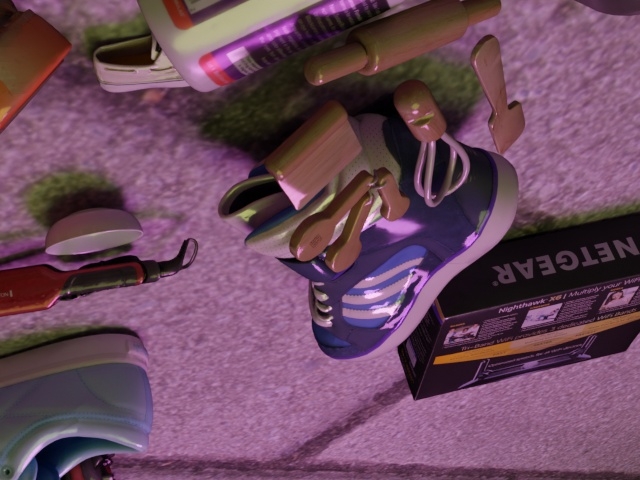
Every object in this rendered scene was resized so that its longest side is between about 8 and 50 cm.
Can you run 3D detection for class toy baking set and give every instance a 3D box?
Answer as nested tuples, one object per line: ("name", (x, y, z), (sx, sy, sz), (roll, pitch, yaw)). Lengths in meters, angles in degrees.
("toy baking set", (0.059, -0.079, 0.658), (0.256, 0.030, 0.197), (-30, 146, -29))

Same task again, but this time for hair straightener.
("hair straightener", (-0.225, 0.031, 0.873), (0.230, 0.047, 0.089), (-14, -176, -9))

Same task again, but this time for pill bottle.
("pill bottle", (-0.009, -0.175, 0.572), (0.193, 0.108, 0.108), (-22, 150, 9))

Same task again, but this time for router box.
("router box", (0.263, 0.086, 1.176), (0.308, 0.081, 0.243), (-11, 150, -11))

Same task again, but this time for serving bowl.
("serving bowl", (-0.195, -0.011, 0.818), (0.083, 0.027, 0.083), (-12, 172, -2))

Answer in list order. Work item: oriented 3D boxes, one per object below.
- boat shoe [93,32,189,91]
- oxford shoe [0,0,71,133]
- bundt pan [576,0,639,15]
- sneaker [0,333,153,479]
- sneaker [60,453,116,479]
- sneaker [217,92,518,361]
("boat shoe", (-0.110, -0.130, 0.670), (0.100, 0.035, 0.035), (-8, 152, -3))
("oxford shoe", (-0.308, -0.071, 0.616), (0.363, 0.130, 0.133), (-31, 116, 34))
("bundt pan", (0.211, -0.245, 0.454), (0.330, 0.124, 0.331), (-17, 137, -16))
("sneaker", (-0.351, 0.219, 1.009), (0.366, 0.150, 0.135), (-20, 149, 5))
("sneaker", (-0.334, 0.351, 1.289), (0.135, 0.098, 0.276), (-10, 151, -17))
("sneaker", (0.000, 0.000, 0.871), (0.236, 0.130, 0.323), (11, 144, -27))
